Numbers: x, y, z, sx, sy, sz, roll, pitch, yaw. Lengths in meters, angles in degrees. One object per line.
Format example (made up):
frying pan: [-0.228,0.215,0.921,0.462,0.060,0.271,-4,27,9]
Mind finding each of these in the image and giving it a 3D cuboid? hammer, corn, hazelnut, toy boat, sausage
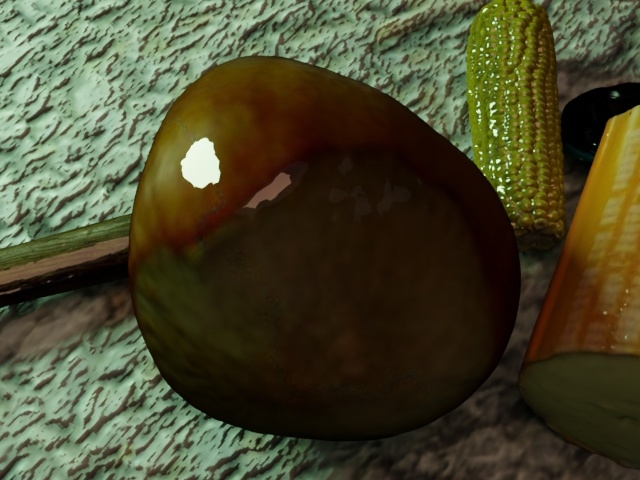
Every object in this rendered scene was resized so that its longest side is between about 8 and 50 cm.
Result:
hammer: [-0.326,0.035,1.110,0.409,0.095,0.242,-16,65,-13]
corn: [0.207,-0.133,1.219,0.102,0.101,0.310,2,67,-2]
hazelnut: [-0.002,0.006,1.014,0.366,0.366,0.365,1,63,-2]
toy boat: [0.402,-0.095,1.195,0.299,0.092,0.134,7,44,30]
sausage: [0.334,0.046,1.061,0.233,0.233,0.287,22,65,8]
